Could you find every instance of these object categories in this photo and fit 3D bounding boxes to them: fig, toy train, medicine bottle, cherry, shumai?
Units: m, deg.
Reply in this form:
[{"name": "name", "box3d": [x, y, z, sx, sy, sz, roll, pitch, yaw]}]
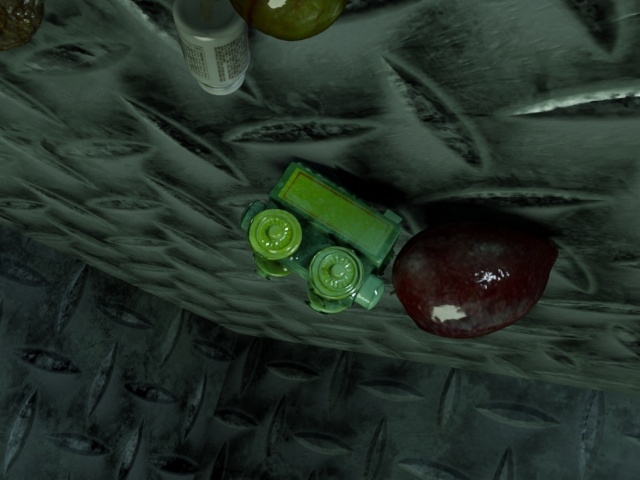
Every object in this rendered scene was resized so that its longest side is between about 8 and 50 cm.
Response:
[{"name": "fig", "box3d": [0.003, -0.257, 0.578, 0.124, 0.124, 0.236, 25, 150, -26]}, {"name": "toy train", "box3d": [0.000, 0.000, 1.190, 0.271, 0.188, 0.159, 32, 165, 8]}, {"name": "medicine bottle", "box3d": [-0.121, -0.228, 0.821, 0.079, 0.079, 0.140, 15, 163, 3]}, {"name": "cherry", "box3d": [0.250, 0.062, 1.199, 0.300, 0.203, 0.230, -14, 161, 19]}, {"name": "shumai", "box3d": [-0.397, -0.287, 0.836, 0.139, 0.123, 0.105, 10, 179, -31]}]
